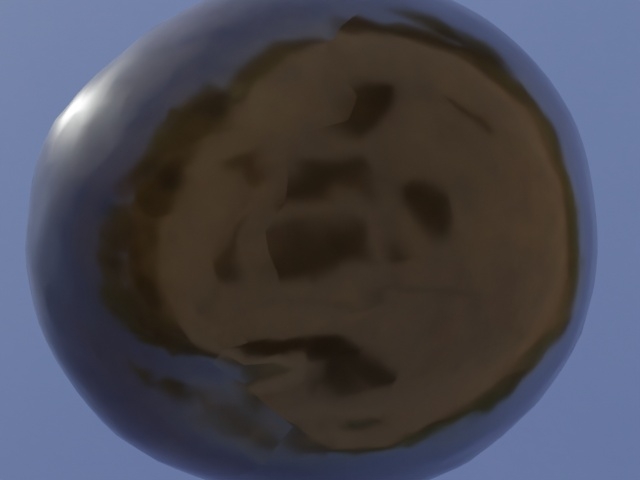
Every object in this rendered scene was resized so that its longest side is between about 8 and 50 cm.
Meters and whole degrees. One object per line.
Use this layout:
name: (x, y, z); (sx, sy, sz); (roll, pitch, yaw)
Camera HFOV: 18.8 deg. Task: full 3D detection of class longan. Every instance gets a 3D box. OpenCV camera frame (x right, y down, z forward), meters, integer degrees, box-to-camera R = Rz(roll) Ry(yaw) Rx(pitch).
longan: (0.000, 0.000, 0.600); (0.187, 0.167, 0.167); (1, -87, -30)
